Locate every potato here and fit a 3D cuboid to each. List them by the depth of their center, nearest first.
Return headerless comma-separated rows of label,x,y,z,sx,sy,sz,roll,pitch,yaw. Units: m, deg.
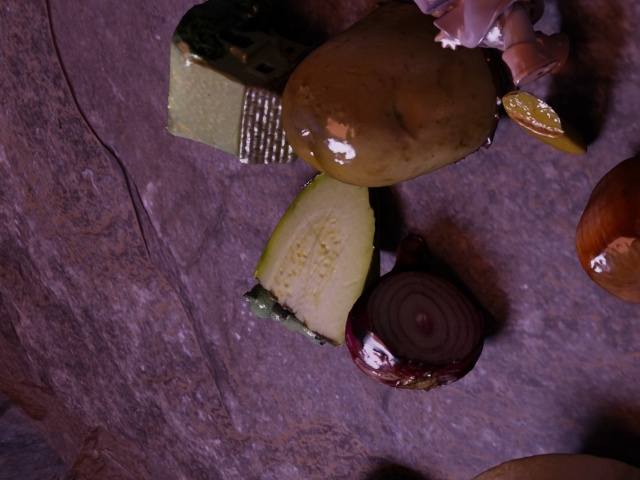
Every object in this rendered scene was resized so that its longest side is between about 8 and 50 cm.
potato,0.063,-0.163,1.822,0.285,0.242,0.242,19,135,52

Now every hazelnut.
hazelnut,0.351,-0.013,1.634,0.150,0.150,0.150,37,146,31

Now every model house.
model house,-0.069,-0.218,1.993,0.189,0.214,0.195,30,131,22

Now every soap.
soap,0.247,-0.132,1.669,0.089,0.033,0.168,27,-179,29

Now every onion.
onion,0.121,0.100,2.061,0.140,0.195,0.218,116,151,-58

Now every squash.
squash,0.000,0.000,2.144,0.237,0.204,0.155,38,168,43

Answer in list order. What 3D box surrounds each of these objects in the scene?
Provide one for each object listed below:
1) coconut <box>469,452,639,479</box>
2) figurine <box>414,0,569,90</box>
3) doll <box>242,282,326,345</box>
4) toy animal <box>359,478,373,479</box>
coconut,0.317,0.457,1.939,0.344,0.415,0.415,41,155,-16
figurine,0.162,-0.283,1.625,0.276,0.133,0.200,51,147,8
doll,-0.048,0.114,2.429,0.150,0.077,0.115,35,-176,15
toy animal,0.107,0.503,2.453,0.358,0.188,0.226,21,125,48
